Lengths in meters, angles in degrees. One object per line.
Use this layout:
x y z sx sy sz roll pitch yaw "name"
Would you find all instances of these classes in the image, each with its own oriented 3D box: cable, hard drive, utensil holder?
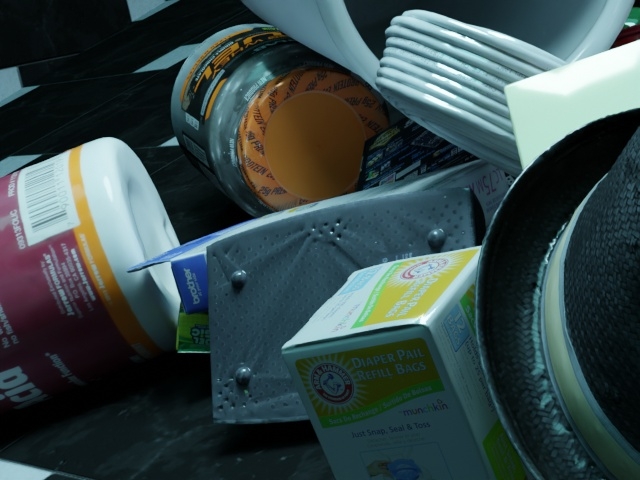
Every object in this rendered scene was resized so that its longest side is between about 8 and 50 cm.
0.162 -0.104 1.430 0.089 0.257 0.257 -64 20 2 "cable"
0.025 0.059 1.410 0.255 0.172 0.054 -12 -17 30 "hard drive"
0.085 -0.314 1.698 0.327 0.327 0.385 -26 23 -11 "utensil holder"

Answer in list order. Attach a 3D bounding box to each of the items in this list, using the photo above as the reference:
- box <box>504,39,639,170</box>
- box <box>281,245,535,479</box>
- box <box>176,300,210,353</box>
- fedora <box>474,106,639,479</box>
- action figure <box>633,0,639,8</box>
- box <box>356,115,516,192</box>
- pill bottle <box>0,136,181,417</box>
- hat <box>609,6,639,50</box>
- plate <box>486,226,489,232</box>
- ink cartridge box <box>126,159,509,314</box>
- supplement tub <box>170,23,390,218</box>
0.262 -0.015 1.179 0.213 0.117 0.243 -19 58 14 "box"
0.076 0.120 1.065 0.103 0.203 0.114 -12 20 32 "box"
-0.080 0.066 1.642 0.105 0.043 0.179 4 20 -2 "box"
0.241 0.025 0.953 0.334 0.152 0.334 0 56 0 "fedora"
0.324 -0.315 2.011 0.370 0.248 0.275 0 40 38 "action figure"
0.134 -0.087 1.707 0.220 0.051 0.175 -30 26 24 "box"
-0.340 0.067 1.727 0.392 0.224 0.224 -21 17 7 "pill bottle"
0.314 -0.228 1.760 0.208 0.183 0.173 31 43 22 "hat"
0.242 -0.021 1.556 0.278 0.045 0.277 -32 20 -27 "plate"
0.000 0.000 1.580 0.311 0.065 0.186 -11 8 29 "ink cartridge box"
-0.044 -0.132 1.979 0.207 0.207 0.338 -26 17 -9 "supplement tub"
